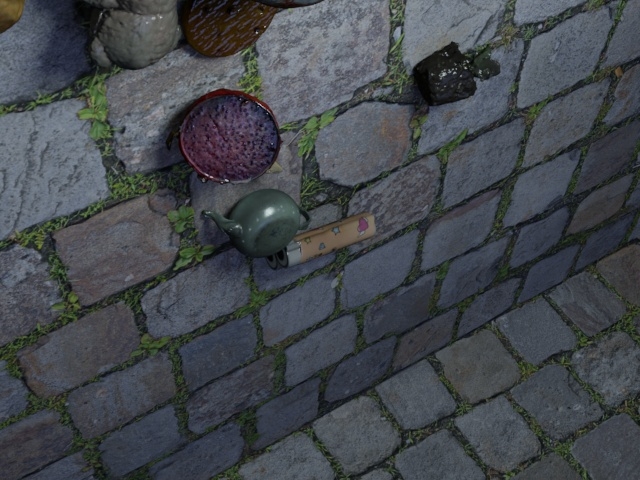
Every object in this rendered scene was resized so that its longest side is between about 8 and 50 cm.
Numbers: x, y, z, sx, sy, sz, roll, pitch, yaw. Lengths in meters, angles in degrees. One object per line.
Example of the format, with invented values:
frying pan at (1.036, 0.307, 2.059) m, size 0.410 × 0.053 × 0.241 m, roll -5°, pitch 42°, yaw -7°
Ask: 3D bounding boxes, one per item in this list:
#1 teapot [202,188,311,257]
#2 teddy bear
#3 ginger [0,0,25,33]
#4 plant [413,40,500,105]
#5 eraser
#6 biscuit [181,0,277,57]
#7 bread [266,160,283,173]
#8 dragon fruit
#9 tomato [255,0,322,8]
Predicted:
teapot at (-0.148, -0.050, 2.069) m, size 0.294 × 0.129 × 0.193 m, roll -11°, pitch 140°, yaw -40°
teddy bear at (-0.309, -0.425, 1.385) m, size 0.236 × 0.151 × 0.267 m, roll -22°, pitch 149°, yaw -37°
ginger at (-0.564, -0.335, 1.139) m, size 0.223 × 0.269 × 0.200 m, roll -59°, pitch 172°, yaw 19°
plant at (0.348, -0.429, 2.065) m, size 0.203 × 0.142 × 0.131 m, roll -24°, pitch 131°, yaw -14°
eraser at (0.000, 0.000, 2.263) m, size 0.290 × 0.087 × 0.171 m, roll -20°, pitch -178°, yaw -27°
biscuit at (-0.178, -0.452, 1.595) m, size 0.212 × 0.036 × 0.212 m, roll -25°, pitch 147°, yaw -18°
bread at (-0.172, -0.181, 1.913) m, size 0.105 × 0.077 × 0.152 m, roll -45°, pitch 145°, yaw 4°
dragon fruit at (-0.201, -0.243, 1.772) m, size 0.223 × 0.148 × 0.218 m, roll -37°, pitch 119°, yaw 16°
tomato at (-0.055, -0.552, 1.372) m, size 0.316 × 0.283 × 0.317 m, roll -18°, pitch 150°, yaw -11°
